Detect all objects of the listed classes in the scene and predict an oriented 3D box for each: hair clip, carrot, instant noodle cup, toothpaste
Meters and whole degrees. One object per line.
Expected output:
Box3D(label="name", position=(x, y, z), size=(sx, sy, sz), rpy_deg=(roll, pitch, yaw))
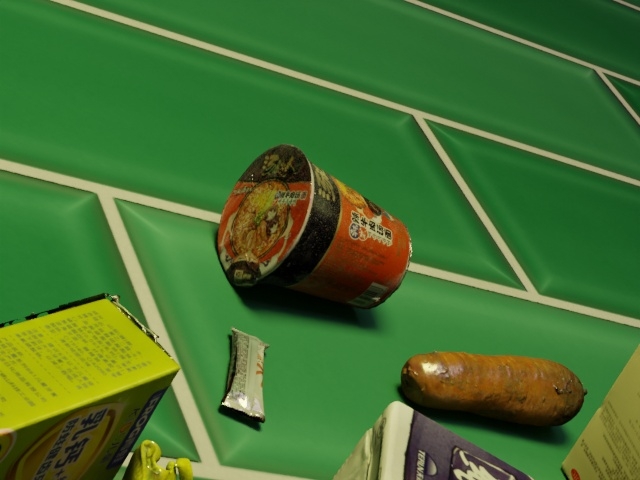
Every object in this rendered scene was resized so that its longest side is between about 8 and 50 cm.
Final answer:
Box3D(label="hair clip", position=(-0.122, 0.176, 1.015), size=(0.046, 0.072, 0.173), rpy_deg=(24, 22, 3))
Box3D(label="carrot", position=(0.147, 0.124, 1.424), size=(0.186, 0.060, 0.060), rpy_deg=(11, 33, -30))
Box3D(label="instant noodle cup", position=(0.001, -0.002, 1.423), size=(0.136, 0.127, 0.127), rpy_deg=(24, 26, -35))
Box3D(label="toothpaste", position=(-0.220, 0.120, 0.957), size=(0.077, 0.110, 0.327), rpy_deg=(41, 27, 20))

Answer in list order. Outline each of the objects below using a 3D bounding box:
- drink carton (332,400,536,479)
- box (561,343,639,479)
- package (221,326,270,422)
Box3D(label="drink carton", position=(0.114, 0.230, 1.158), size=(0.222, 0.102, 0.134), rpy_deg=(31, 23, -8))
Box3D(label="box", position=(0.303, 0.203, 1.333), size=(0.095, 0.168, 0.212), rpy_deg=(12, 32, -28))
Box3D(label="package", position=(-0.057, 0.102, 1.280), size=(0.037, 0.015, 0.110), rpy_deg=(27, 28, -14))
